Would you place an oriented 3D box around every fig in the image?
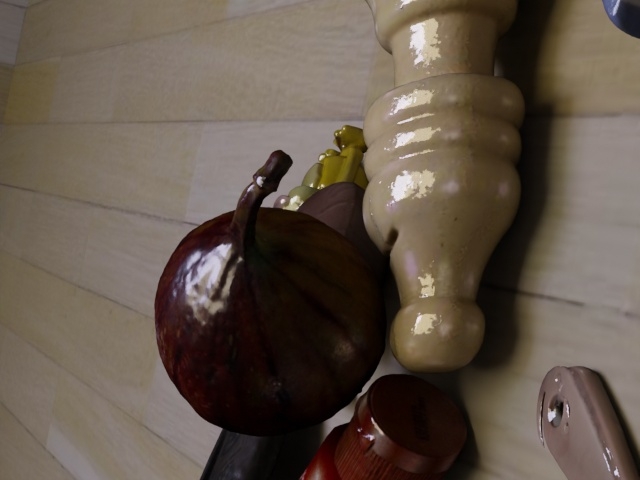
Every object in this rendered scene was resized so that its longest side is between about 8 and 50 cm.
[{"bbox_3d":[-0.038,0.048,0.985,0.202,0.148,0.149,20,-130,-74],"label":"fig"}]

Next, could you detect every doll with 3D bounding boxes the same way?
[{"bbox_3d":[-0.004,0.004,1.165,0.145,0.096,0.188,-59,18,26],"label":"doll"}]

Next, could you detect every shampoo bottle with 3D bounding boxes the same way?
[{"bbox_3d":[0.001,0.218,1.052,0.118,0.076,0.314,-88,21,-52],"label":"shampoo bottle"}]

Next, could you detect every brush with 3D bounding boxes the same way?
[{"bbox_3d":[0.144,0.153,0.744,0.313,0.067,0.072,-109,36,-57],"label":"brush"}]

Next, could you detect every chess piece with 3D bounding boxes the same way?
[{"bbox_3d":[0.079,-0.071,0.977,0.138,0.124,0.307,-7,73,29],"label":"chess piece"}]

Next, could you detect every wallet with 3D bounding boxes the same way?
[{"bbox_3d":[-0.095,0.253,1.183,0.170,0.044,0.321,122,171,-54],"label":"wallet"}]

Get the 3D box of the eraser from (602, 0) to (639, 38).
[{"bbox_3d":[0.172,-0.190,0.823,0.036,0.082,0.225,125,148,-43],"label":"eraser"}]
